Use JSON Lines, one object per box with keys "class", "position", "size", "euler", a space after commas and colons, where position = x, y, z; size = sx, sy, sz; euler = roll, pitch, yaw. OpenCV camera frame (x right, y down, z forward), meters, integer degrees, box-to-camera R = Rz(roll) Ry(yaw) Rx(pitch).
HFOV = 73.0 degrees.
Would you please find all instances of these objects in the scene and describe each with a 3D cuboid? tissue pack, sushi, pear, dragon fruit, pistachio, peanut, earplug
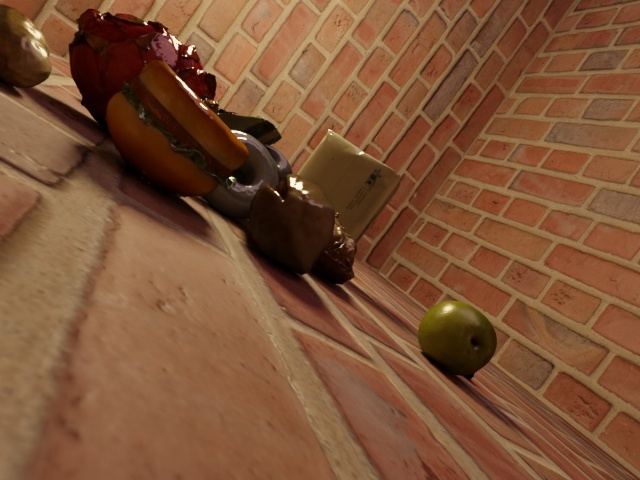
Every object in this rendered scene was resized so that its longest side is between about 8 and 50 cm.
{"class": "tissue pack", "position": [0.043, -0.128, 1.438], "size": [0.297, 0.380, 0.207], "euler": [35, -2, 10]}
{"class": "sushi", "position": [0.001, 0.003, 1.129], "size": [0.179, 0.166, 0.296], "euler": [5, 15, -38]}
{"class": "pear", "position": [0.315, 0.234, 1.043], "size": [0.180, 0.166, 0.216], "euler": [22, -17, -11]}
{"class": "dragon fruit", "position": [-0.387, -0.338, 0.970], "size": [0.343, 0.277, 0.277], "euler": [31, 2, 2]}
{"class": "pistachio", "position": [-0.057, -0.034, 0.882], "size": [0.288, 0.166, 0.197], "euler": [-128, -159, -76]}
{"class": "peanut", "position": [-0.527, -0.330, 0.740], "size": [0.236, 0.110, 0.120], "euler": [39, -9, 33]}
{"class": "earplug", "position": [-0.188, -0.155, 1.076], "size": [0.325, 0.175, 0.214], "euler": [-17, 90, -73]}

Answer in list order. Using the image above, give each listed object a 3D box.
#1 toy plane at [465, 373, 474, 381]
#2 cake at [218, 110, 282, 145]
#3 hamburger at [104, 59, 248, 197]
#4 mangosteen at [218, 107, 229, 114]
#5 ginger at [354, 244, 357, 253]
{"class": "toy plane", "position": [0.389, 0.347, 1.164], "size": [0.049, 0.031, 0.121], "euler": [27, 4, 14]}
{"class": "cake", "position": [-0.260, -0.244, 1.164], "size": [0.284, 0.172, 0.158], "euler": [9, -2, 15]}
{"class": "hamburger", "position": [-0.253, -0.172, 0.751], "size": [0.246, 0.170, 0.246], "euler": [48, 2, -3]}
{"class": "mangosteen", "position": [-0.487, -0.444, 1.942], "size": [0.233, 0.287, 0.287], "euler": [46, 4, 9]}
{"class": "ginger", "position": [0.018, -0.029, 1.736], "size": [0.245, 0.155, 0.304], "euler": [35, 3, 41]}
